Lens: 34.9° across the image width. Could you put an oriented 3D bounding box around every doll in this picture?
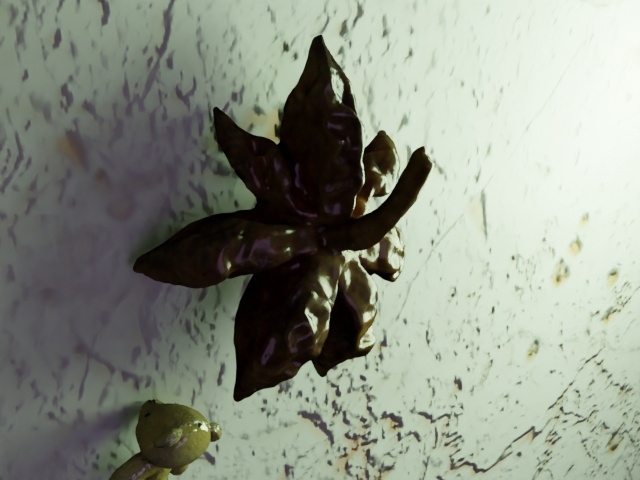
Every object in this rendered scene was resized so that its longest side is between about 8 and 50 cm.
[{"bbox_3d":[-0.102,0.144,0.642,0.061,0.051,0.093,-7,117,-49],"label":"doll"}]

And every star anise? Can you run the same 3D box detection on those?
[{"bbox_3d":[-0.007,0.001,0.625,0.196,0.111,0.212,-36,139,-16],"label":"star anise"}]
